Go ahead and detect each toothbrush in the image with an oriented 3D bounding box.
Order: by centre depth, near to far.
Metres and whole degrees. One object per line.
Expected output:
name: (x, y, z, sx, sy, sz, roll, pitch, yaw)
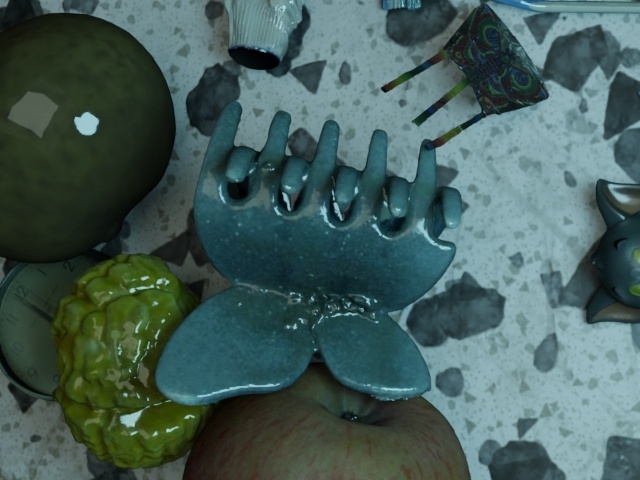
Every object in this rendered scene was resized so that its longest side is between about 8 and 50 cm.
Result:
toothbrush: (0.267, -0.320, 1.366, 0.386, 0.040, 0.040, 4, 86, 15)

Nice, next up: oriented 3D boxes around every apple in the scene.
apple: (0.013, 0.286, 1.230, 0.344, 0.345, 0.269, 24, 94, 15)

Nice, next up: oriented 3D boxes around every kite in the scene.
kite: (0.178, -0.196, 1.281, 0.152, 0.285, 0.015, 56, 137, 0)

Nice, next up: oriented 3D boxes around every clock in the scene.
clock: (-0.365, 0.118, 1.476, 0.226, 0.049, 0.226, -1, 85, 12)

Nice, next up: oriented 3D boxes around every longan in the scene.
longan: (-0.354, -0.135, 1.387, 0.288, 0.288, 0.350, 39, 100, 14)

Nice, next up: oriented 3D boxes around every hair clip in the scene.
hair clip: (0.000, 0.000, 1.222, 0.318, 0.392, 0.238, 11, 123, 2)

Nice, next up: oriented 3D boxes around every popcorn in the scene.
popcorn: (-0.228, 0.157, 1.331, 0.270, 0.224, 0.258, 41, 74, -12)

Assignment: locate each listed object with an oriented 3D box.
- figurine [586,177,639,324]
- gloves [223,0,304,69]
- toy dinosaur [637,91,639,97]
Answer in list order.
figurine: (0.455, 0.009, 1.243, 0.265, 0.140, 0.193, -9, 106, 0)
gloves: (-0.080, -0.349, 1.426, 0.119, 0.097, 0.229, 6, 88, 4)
toy dinosaur: (0.493, -0.183, 1.277, 0.197, 0.080, 0.045, 0, 88, 14)
